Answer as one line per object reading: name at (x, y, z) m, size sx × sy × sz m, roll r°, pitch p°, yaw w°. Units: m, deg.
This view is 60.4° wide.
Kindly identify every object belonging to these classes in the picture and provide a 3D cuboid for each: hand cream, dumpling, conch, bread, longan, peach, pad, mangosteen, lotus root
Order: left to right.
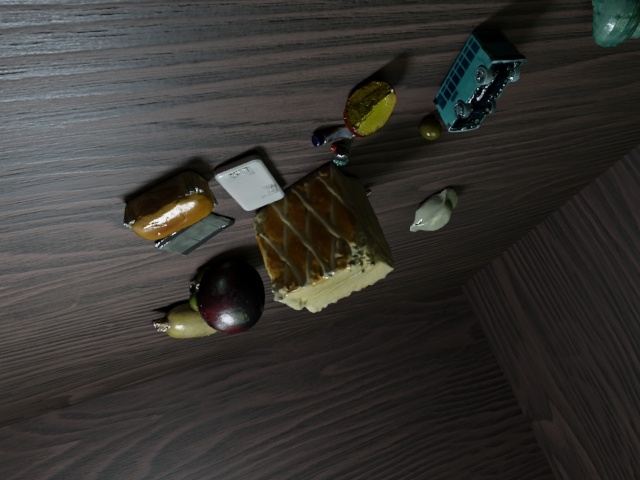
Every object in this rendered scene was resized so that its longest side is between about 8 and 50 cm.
bread at (-0.419, -0.091, 1.541) m, size 0.241 × 0.107 × 0.136 m, roll -26°, pitch 156°, yaw 8°
lotus root at (-0.575, 0.355, 2.407) m, size 0.342 × 0.152 × 0.169 m, roll -2°, pitch 151°, yaw -49°
pad at (-0.418, -0.023, 1.831) m, size 0.233 × 0.022 × 0.174 m, roll -32°, pitch 157°, yaw 20°
mangosteen at (-0.360, 0.219, 2.125) m, size 0.300 × 0.300 × 0.300 m, roll -20°, pitch 159°, yaw -8°
bread at (0.000, 0.000, 1.826) m, size 0.371 × 0.390 × 0.279 m, roll -28°, pitch 151°, yaw 19°
hand cream at (0.049, -0.304, 1.599) m, size 0.163 × 0.039 × 0.062 m, roll -17°, pitch 158°, yaw -31°
peach at (0.129, -0.359, 1.462) m, size 0.127 × 0.092 × 0.172 m, roll -12°, pitch 146°, yaw -38°
longan at (0.343, -0.353, 1.737) m, size 0.083 × 0.075 × 0.075 m, roll 15°, pitch -173°, yaw 40°
dumpling at (0.491, -0.119, 2.371) m, size 0.250 × 0.132 × 0.162 m, roll -44°, pitch 146°, yaw 11°
conch at (0.823, -0.612, 1.484) m, size 0.202 × 0.134 × 0.196 m, roll -9°, pitch 157°, yaw -30°

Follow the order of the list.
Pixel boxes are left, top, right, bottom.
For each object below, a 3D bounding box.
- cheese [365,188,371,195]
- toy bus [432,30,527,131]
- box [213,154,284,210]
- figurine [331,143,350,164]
cheese at (0.131, -0.139, 2.062) m, size 0.092 × 0.048 × 0.171 m, roll -18°, pitch 159°, yaw -19°
toy bus at (0.423, -0.431, 1.504) m, size 0.128 × 0.147 × 0.256 m, roll -11°, pitch 152°, yaw -25°
box at (-0.207, -0.168, 1.656) m, size 0.142 × 0.044 × 0.285 m, roll -22°, pitch 160°, yaw 4°
figurine at (0.060, -0.263, 1.698) m, size 0.059 × 0.047 × 0.106 m, roll 20°, pitch 165°, yaw 6°
